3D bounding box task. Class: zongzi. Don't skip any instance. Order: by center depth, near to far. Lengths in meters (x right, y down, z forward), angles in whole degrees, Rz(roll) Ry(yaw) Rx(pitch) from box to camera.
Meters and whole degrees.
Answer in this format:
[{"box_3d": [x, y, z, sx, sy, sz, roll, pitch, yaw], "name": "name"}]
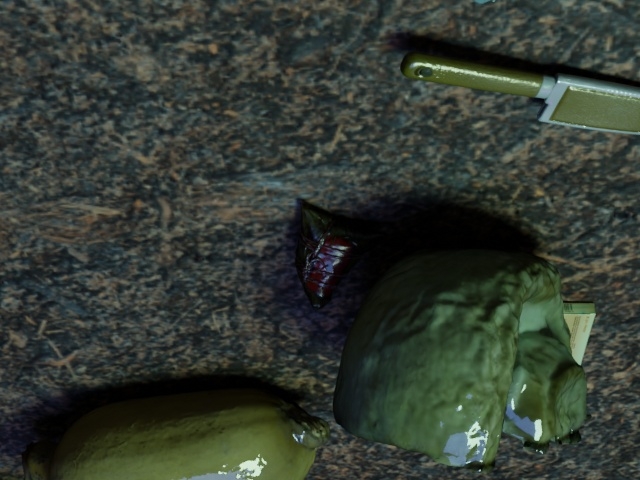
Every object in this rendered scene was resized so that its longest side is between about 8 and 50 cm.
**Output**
[{"box_3d": [0.000, 0.000, 1.315, 0.073, 0.067, 0.083, 38, 111, -24], "name": "zongzi"}]

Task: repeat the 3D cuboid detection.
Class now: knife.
[{"box_3d": [0.176, -0.106, 1.190, 0.256, 0.022, 0.046, 8, 135, -17], "name": "knife"}]

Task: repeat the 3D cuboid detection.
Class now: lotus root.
[{"box_3d": [-0.139, 0.214, 1.510, 0.303, 0.131, 0.146, -10, 140, 13], "name": "lotus root"}]

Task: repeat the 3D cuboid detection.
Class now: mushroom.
[{"box_3d": [0.111, 0.084, 1.326, 0.189, 0.164, 0.267, 6, -175, 31], "name": "mushroom"}]

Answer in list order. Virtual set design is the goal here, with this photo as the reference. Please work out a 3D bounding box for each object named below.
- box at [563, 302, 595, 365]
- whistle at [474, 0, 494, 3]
[{"box_3d": [0.208, 0.087, 1.442, 0.058, 0.015, 0.093, 0, 141, -3], "name": "box"}, {"box_3d": [0.032, -0.245, 0.922, 0.180, 0.093, 0.269, -36, 118, 12], "name": "whistle"}]
